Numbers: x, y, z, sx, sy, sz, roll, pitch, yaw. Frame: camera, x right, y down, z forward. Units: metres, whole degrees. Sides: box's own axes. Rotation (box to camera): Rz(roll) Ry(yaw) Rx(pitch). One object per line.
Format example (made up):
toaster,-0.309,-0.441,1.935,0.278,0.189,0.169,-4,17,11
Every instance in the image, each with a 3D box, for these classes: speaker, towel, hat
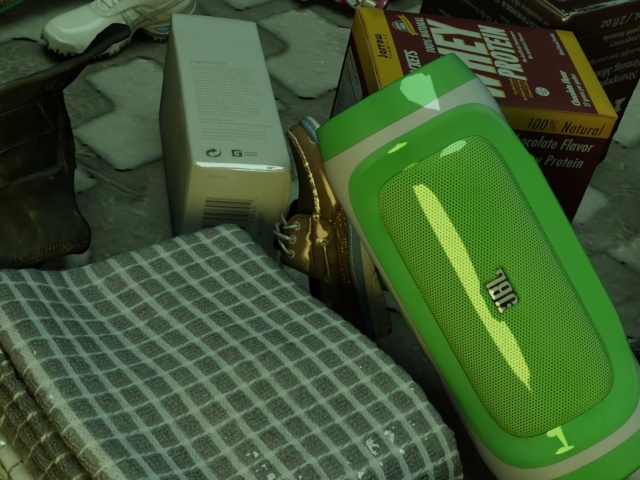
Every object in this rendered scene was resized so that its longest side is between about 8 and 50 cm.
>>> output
speaker,0.115,0.028,0.777,0.131,0.131,0.296,-32,94,-42
towel,-0.083,0.108,0.731,0.235,0.121,0.283,-20,49,-37
hat,-0.237,-0.027,0.815,0.134,0.331,0.331,57,41,-11

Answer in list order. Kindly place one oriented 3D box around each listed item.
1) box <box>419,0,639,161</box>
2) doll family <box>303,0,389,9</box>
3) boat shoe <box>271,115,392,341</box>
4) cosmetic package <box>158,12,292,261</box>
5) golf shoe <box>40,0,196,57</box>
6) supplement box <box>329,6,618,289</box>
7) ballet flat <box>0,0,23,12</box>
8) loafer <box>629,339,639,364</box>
box,0.203,-0.185,1.113,0.168,0.203,0.167,-19,49,-35
doll family,0.049,-0.381,1.350,0.163,0.263,0.118,30,-3,3
boat shoe,0.000,0.000,0.853,0.066,0.183,0.066,-20,15,-7
cosmetic package,-0.087,-0.086,0.974,0.085,0.117,0.231,3,41,-14
golf shoe,-0.203,-0.240,1.151,0.176,0.086,0.069,-25,54,-37
supplement box,0.109,-0.069,0.948,0.191,0.194,0.129,4,40,-12
ballet flat,-0.255,-0.369,1.214,0.164,0.182,0.483,32,41,23
loafer,0.308,0.102,0.917,0.170,0.062,0.061,9,24,-16
